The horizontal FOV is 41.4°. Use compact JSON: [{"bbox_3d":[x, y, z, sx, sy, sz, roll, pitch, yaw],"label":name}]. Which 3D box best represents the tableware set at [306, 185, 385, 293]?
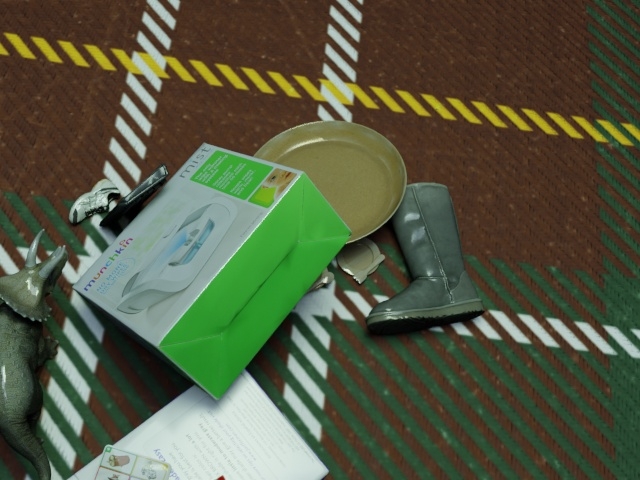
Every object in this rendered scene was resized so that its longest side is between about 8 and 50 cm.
[{"bbox_3d":[0.000,0.000,1.216,0.141,0.020,0.168,-25,69,-18],"label":"tableware set"}]

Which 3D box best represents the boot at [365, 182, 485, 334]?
[{"bbox_3d":[0.126,0.020,1.192,0.190,0.076,0.208,-6,70,-24],"label":"boot"}]

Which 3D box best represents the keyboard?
[{"bbox_3d":[-0.240,-0.062,1.135,0.023,0.180,0.108,49,68,-10],"label":"keyboard"}]

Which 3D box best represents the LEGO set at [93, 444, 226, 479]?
[{"bbox_3d":[-0.140,0.340,0.908,0.244,0.060,0.182,15,74,2],"label":"LEGO set"}]

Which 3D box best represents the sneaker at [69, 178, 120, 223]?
[{"bbox_3d":[-0.318,-0.051,1.197,0.037,0.032,0.083,35,65,11],"label":"sneaker"}]

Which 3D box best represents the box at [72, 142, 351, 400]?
[{"bbox_3d":[-0.135,0.027,1.050,0.262,0.127,0.231,-50,40,-15],"label":"box"}]

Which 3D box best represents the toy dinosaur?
[{"bbox_3d":[-0.372,0.158,1.011,0.121,0.160,0.313,3,62,-5],"label":"toy dinosaur"}]

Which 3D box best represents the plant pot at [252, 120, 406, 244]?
[{"bbox_3d":[0.006,-0.078,1.224,0.236,0.032,0.236,-3,53,4],"label":"plant pot"}]

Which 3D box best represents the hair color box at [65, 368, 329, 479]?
[{"bbox_3d":[-0.178,0.315,0.986,0.339,0.110,0.185,-35,73,-23],"label":"hair color box"}]
